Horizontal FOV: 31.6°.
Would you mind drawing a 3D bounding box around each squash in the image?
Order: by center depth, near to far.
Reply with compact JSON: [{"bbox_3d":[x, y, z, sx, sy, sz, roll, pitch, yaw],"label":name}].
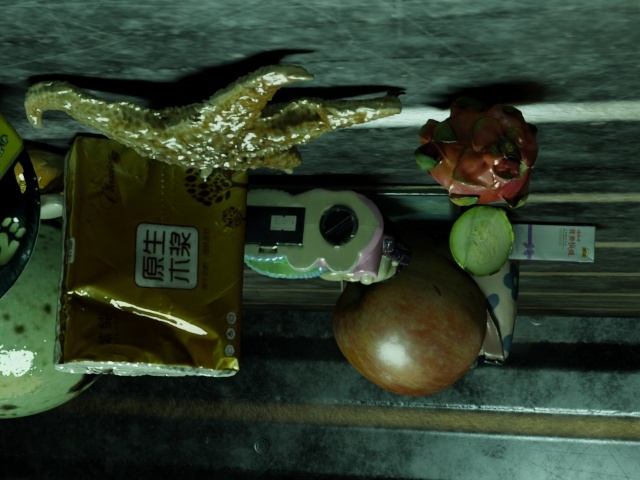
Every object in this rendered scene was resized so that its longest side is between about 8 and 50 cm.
[{"bbox_3d":[0.213,0.004,1.467,0.075,0.090,0.200,6,180,11],"label":"squash"}]

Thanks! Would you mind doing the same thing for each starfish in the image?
[{"bbox_3d":[-0.072,-0.087,0.929,0.299,0.060,0.302,12,167,-42],"label":"starfish"}]

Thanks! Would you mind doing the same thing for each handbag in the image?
[{"bbox_3d":[0.151,0.085,1.633,0.251,0.193,0.190,3,169,-10],"label":"handbag"}]

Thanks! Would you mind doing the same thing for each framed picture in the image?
[{"bbox_3d":[0.003,-0.042,1.403,0.347,0.016,0.265,1,172,6],"label":"framed picture"}]

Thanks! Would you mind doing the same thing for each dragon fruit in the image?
[{"bbox_3d":[0.119,-0.071,0.889,0.116,0.086,0.081,10,149,44],"label":"dragon fruit"}]

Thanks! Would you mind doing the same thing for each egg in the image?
[{"bbox_3d":[-0.445,0.091,1.497,0.379,0.288,0.287,-1,172,14],"label":"egg"}]

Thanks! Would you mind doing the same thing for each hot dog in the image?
[{"bbox_3d":[-0.274,-0.066,1.187,0.071,0.045,0.165,-5,168,31],"label":"hot dog"}]

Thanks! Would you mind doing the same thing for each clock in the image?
[{"bbox_3d":[0.000,0.000,1.310,0.194,0.100,0.195,4,170,18],"label":"clock"}]

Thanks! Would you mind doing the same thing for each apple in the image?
[{"bbox_3d":[0.112,0.101,1.445,0.174,0.188,0.188,32,160,-23],"label":"apple"}]

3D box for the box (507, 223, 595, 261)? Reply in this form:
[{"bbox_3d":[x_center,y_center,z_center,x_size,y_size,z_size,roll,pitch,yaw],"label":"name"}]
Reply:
[{"bbox_3d":[0.306,0.003,1.508,0.117,0.051,0.036,0,180,5],"label":"box"}]

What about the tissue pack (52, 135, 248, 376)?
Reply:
[{"bbox_3d":[-0.167,0.021,1.124,0.183,0.226,0.092,5,170,-22],"label":"tissue pack"}]

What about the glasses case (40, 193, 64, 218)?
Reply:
[{"bbox_3d":[-0.280,-0.035,1.163,0.032,0.021,0.083,9,169,-36],"label":"glasses case"}]

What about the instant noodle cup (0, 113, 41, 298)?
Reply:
[{"bbox_3d":[-0.364,-0.030,0.981,0.215,0.216,0.236,5,179,-21],"label":"instant noodle cup"}]
